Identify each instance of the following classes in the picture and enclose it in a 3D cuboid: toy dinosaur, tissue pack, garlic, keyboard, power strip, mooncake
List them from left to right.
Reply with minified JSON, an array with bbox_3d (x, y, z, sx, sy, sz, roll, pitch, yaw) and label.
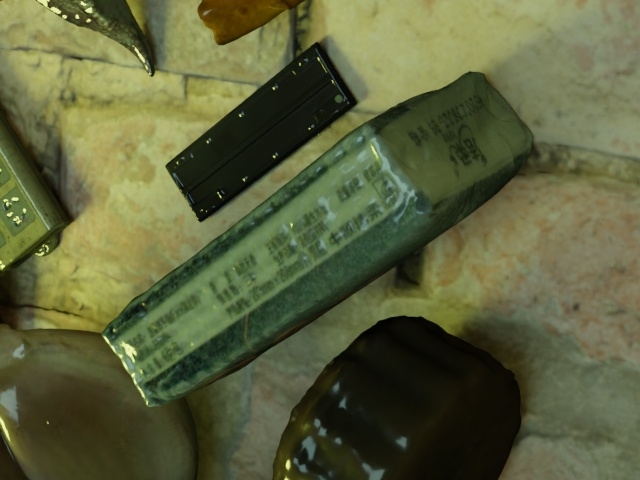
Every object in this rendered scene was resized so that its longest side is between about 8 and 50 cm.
[{"bbox_3d":[-0.340,-0.097,1.616,0.092,0.034,0.268,-35,84,31],"label":"power strip"},{"bbox_3d":[-0.232,0.248,1.528,0.231,0.246,0.340,0,87,18],"label":"garlic"},{"bbox_3d":[-0.216,-0.287,1.468,0.162,0.077,0.294,-37,87,27],"label":"toy dinosaur"},{"bbox_3d":[-0.056,-0.092,1.473,0.202,0.011,0.067,-36,82,31],"label":"keyboard"},{"bbox_3d":[0.000,0.000,1.338,0.315,0.228,0.103,-36,89,30],"label":"tissue pack"},{"bbox_3d":[0.055,0.173,1.356,0.124,0.228,0.228,34,117,27],"label":"mooncake"}]

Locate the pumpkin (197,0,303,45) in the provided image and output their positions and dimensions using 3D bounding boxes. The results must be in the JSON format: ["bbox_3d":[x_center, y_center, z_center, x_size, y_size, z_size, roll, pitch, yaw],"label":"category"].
[{"bbox_3d":[-0.023,-0.325,1.348,0.258,0.095,0.290,-15,88,29],"label":"pumpkin"}]

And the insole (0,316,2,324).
[{"bbox_3d":[-0.355,0.082,1.661,0.110,0.012,0.310,6,111,36],"label":"insole"}]
